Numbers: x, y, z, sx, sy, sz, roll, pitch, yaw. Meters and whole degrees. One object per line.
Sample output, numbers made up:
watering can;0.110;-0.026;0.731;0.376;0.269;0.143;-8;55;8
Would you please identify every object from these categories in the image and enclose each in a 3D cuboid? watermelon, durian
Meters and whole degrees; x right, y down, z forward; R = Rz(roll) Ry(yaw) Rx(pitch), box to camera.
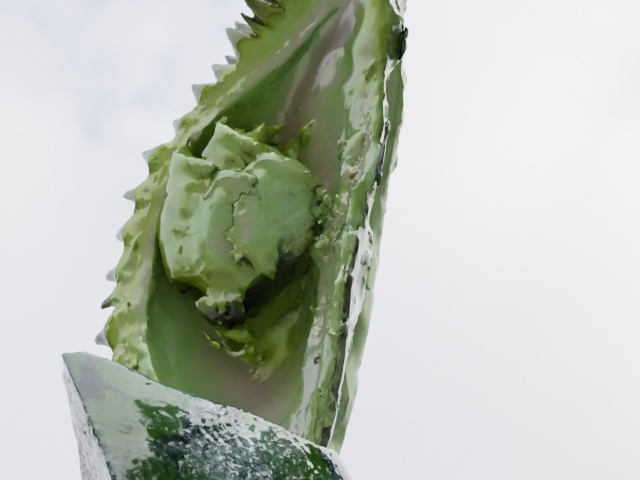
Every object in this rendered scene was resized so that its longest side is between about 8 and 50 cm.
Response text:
watermelon;-0.030;0.117;0.402;0.101;0.155;0.080;2;-55;-23
durian;-0.004;-0.002;0.605;0.157;0.356;0.169;23;-26;-28
